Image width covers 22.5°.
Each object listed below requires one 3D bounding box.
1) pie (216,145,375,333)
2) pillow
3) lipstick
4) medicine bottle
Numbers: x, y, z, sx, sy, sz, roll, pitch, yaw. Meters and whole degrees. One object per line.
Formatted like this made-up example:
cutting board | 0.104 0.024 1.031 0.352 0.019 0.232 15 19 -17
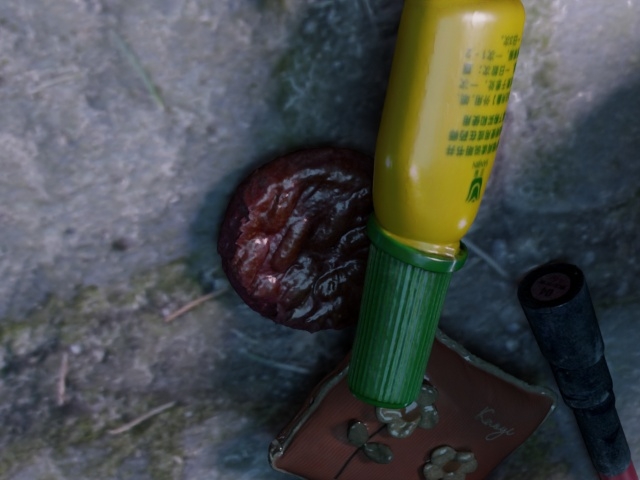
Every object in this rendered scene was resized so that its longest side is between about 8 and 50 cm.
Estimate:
pie | 0.000 0.000 1.171 0.154 0.036 0.154 -7 119 -13
pillow | 0.074 0.147 1.246 0.179 0.075 0.171 31 109 -29
lipstick | 0.217 0.122 1.285 0.053 0.053 0.234 -26 123 0
medicine bottle | 0.074 -0.030 1.117 0.111 0.076 0.309 -7 113 -50
